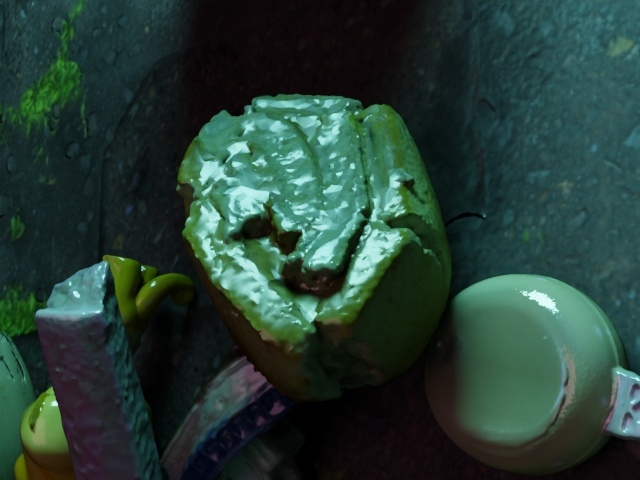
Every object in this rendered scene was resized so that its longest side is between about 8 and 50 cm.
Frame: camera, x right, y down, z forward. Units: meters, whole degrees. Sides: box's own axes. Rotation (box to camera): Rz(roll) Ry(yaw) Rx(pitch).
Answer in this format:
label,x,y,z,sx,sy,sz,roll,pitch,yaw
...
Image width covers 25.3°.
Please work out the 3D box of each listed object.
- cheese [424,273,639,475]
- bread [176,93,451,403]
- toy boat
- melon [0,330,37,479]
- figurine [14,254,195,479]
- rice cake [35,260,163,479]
label,x,y,z,sx,sy,sz,roll,pitch,yaw
cheese,0.168,0.099,0.952,0.227,0.064,0.137,15,95,45
bread,0.000,0.000,1.023,0.185,0.124,0.257,-18,41,0
toy boat,-0.033,0.142,1.129,0.115,0.114,0.262,40,122,9
melon,-0.410,0.183,1.394,0.268,0.268,0.330,-51,60,28
figurine,-0.195,0.138,1.275,0.131,0.156,0.246,11,86,26
rice cake,-0.168,0.197,1.182,0.072,0.056,0.365,-4,108,15
